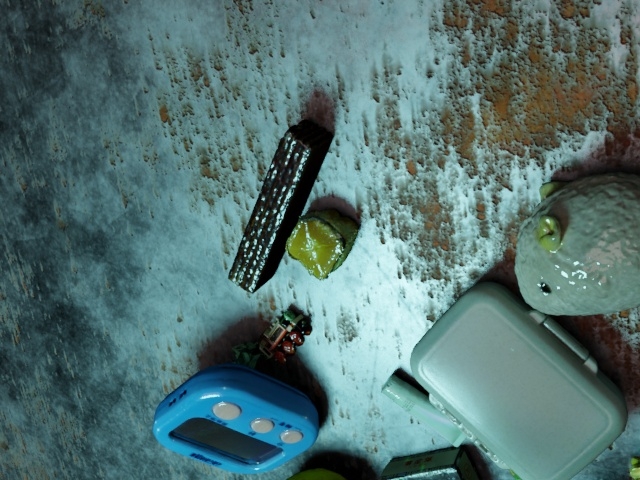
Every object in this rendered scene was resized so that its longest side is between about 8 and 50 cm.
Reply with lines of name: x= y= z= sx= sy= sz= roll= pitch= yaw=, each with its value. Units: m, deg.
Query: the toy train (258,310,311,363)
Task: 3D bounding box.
toy train: x=-0.081 y=0.214 z=1.657 sx=0.087 sy=0.050 sz=0.138 roll=42 pitch=123 yaw=10

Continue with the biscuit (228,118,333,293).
biscuit: x=-0.085 y=-0.065 z=1.506 sx=0.073 sy=0.107 sz=0.388 roll=31 pitch=121 yaw=12

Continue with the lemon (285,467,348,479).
lemon: x=-0.015 y=0.657 z=1.693 sx=0.267 sy=0.267 sz=0.267 roll=10 pitch=115 yaw=23

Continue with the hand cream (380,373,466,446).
hand cream: x=0.225 y=0.361 z=1.564 sx=0.205 sy=0.050 sz=0.078 roll=33 pitch=122 yaw=6

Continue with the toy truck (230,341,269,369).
toy truck: x=-0.191 y=0.296 z=1.735 sx=0.078 sy=0.080 sz=0.154 roll=49 pitch=126 yaw=27

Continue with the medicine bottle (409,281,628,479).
medicine bottle: x=0.369 y=0.270 z=1.387 sx=0.375 sy=0.123 sz=0.282 roll=43 pitch=112 yaw=9

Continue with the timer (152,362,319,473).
timer: x=-0.192 y=0.413 z=1.684 sx=0.340 sy=0.115 sz=0.309 roll=30 pitch=128 yaw=-28

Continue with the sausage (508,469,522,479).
sausage: x=0.433 y=0.510 z=1.527 sx=0.033 sy=0.033 sz=0.269 roll=-34 pitch=93 yaw=33

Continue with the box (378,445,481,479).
box: x=0.286 y=0.618 z=1.618 sx=0.198 sy=0.084 sz=0.310 roll=-22 pitch=100 yaw=32

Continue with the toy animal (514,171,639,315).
toy animal: x=0.471 y=0.002 z=1.204 sx=0.358 sy=0.188 sz=0.227 roll=-24 pitch=104 yaw=32

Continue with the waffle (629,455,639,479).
waffle: x=0.764 y=0.451 z=1.301 sx=0.382 sy=0.095 sz=0.379 roll=46 pitch=124 yaw=0

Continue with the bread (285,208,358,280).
bread: x=0.000 y=0.000 z=1.514 sx=0.128 sy=0.069 sz=0.140 roll=35 pitch=126 yaw=11
